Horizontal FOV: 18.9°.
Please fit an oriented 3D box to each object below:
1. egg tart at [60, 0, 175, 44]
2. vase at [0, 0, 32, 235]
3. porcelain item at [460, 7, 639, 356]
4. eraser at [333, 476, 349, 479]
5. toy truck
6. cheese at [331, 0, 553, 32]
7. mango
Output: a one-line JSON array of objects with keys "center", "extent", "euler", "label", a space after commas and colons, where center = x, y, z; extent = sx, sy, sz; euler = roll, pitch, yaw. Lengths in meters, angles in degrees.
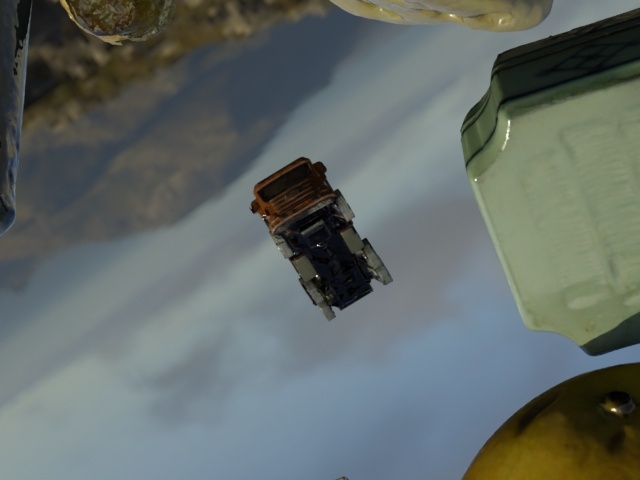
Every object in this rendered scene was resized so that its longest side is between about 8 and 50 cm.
[{"center": [-0.208, -0.245, 1.898], "extent": [0.129, 0.129, 0.049], "euler": [-34, -165, 33], "label": "egg tart"}, {"center": [-0.367, -0.152, 1.752], "extent": [0.245, 0.291, 0.245], "euler": [2, 163, 0], "label": "vase"}, {"center": [0.285, -0.058, 1.741], "extent": [0.281, 0.286, 0.157], "euler": [-19, -154, 12], "label": "porcelain item"}, {"center": [-0.041, 0.359, 2.127], "extent": [0.210, 0.124, 0.068], "euler": [-26, 143, 13], "label": "eraser"}, {"center": [0.000, 0.000, 1.890], "extent": [0.083, 0.092, 0.192], "euler": [-32, 142, 0], "label": "toy truck"}, {"center": [0.067, -0.355, 2.322], "extent": [0.351, 0.130, 0.328], "euler": [15, 178, 40], "label": "cheese"}, {"center": [0.236, 0.314, 1.768], "extent": [0.445, 0.301, 0.220], "euler": [-65, -153, 24], "label": "mango"}]
